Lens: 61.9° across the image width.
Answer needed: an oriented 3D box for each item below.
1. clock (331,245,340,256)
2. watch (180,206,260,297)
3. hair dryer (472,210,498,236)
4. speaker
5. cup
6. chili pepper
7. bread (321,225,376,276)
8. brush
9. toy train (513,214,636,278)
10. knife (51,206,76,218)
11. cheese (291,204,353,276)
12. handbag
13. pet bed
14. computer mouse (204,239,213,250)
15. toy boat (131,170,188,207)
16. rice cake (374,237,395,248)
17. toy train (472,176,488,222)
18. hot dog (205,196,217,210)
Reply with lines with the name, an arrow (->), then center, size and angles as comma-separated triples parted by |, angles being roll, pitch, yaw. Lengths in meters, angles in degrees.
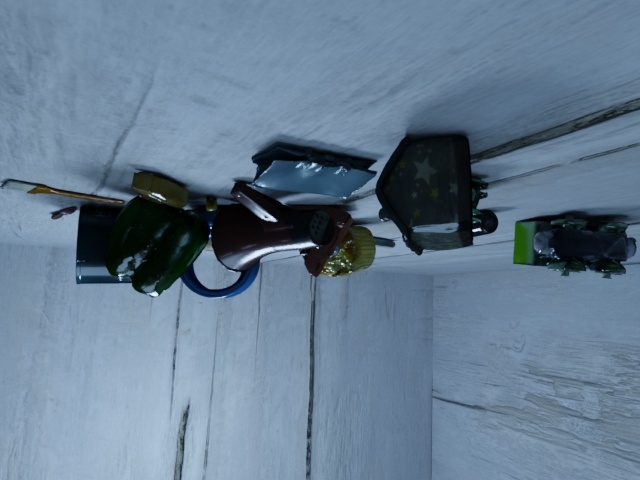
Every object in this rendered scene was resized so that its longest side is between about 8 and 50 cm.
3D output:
clock -> -0.014, -0.012, 1.695 | 0.103, 0.144, 0.231 | -36, -168, -29
watch -> -0.273, 0.046, 1.646 | 0.305, 0.275, 0.241 | 7, 173, 5
hair dryer -> 0.362, -0.060, 1.491 | 0.255, 0.070, 0.128 | 11, 169, -24
speaker -> -0.141, -0.058, 1.387 | 0.329, 0.259, 0.198 | -14, -157, 45
cup -> -0.628, 0.026, 1.738 | 0.292, 0.242, 0.308 | 3, 170, -20
chili pepper -> -0.438, 0.010, 1.436 | 0.233, 0.257, 0.248 | 31, 175, 9
bread -> 0.060, 0.036, 1.820 | 0.133, 0.179, 0.250 | 6, 174, -42
brush -> -0.684, -0.125, 1.452 | 0.314, 0.017, 0.090 | 8, 171, -43
toy train -> 0.741, 0.018, 1.570 | 0.307, 0.174, 0.249 | 3, 179, -10
knife -> -0.846, -0.089, 1.765 | 0.035, 0.018, 0.247 | 12, 167, -41
cheese -> 0.012, -0.025, 1.530 | 0.177, 0.203, 0.128 | -28, 167, 4
handbag -> -0.013, -0.134, 1.042 | 0.221, 0.057, 0.144 | 6, 167, -28
pet bed -> 0.187, -0.072, 0.947 | 0.159, 0.183, 0.211 | -2, 171, 16
computer mouse -> -0.373, 0.008, 2.127 | 0.145, 0.082, 0.236 | -4, 173, 34
toy boat -> -0.381, -0.118, 1.261 | 0.077, 0.057, 0.200 | 7, 174, 15
rice cake -> 0.225, 0.007, 2.137 | 0.206, 0.036, 0.047 | 8, -177, -42
toy train -> 0.302, -0.093, 1.191 | 0.132, 0.083, 0.200 | 12, 175, 16
hot dog -> -0.296, -0.102, 1.448 | 0.030, 0.034, 0.090 | -7, -167, -10
